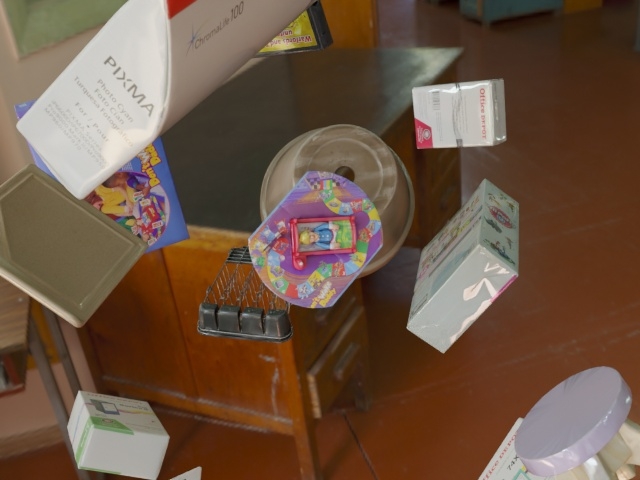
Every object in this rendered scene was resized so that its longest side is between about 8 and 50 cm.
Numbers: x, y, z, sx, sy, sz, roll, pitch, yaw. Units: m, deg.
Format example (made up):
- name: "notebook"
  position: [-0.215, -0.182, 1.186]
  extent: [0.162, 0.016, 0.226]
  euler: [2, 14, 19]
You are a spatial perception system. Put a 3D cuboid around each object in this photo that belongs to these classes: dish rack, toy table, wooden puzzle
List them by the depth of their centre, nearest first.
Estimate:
- name: "toy table"
  position: [0.392, 0.305, 1.069]
  extent: [0.252, 0.161, 0.274]
  euler: [-37, -3, 34]
- name: "wooden puzzle"
  position: [-0.388, 0.005, 1.091]
  extent: [0.221, 0.044, 0.239]
  euler: [36, 30, -7]
- name: "dish rack"
  position: [-0.140, 0.105, 1.667]
  extent: [0.208, 0.074, 0.271]
  euler: [5, 34, 10]

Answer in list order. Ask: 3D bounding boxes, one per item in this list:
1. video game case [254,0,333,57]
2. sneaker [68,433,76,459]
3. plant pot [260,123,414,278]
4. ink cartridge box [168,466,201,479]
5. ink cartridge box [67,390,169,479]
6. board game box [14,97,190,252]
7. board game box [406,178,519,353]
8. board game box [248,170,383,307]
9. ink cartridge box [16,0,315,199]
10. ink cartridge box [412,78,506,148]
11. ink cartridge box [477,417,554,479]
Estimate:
- name: "video game case"
  position: [-0.127, -0.402, 1.151]
  extent: [0.274, 0.248, 0.035]
  euler: [6, 37, 41]
- name: "sneaker"
  position: [-0.569, 0.474, 1.847]
  extent: [0.063, 0.170, 0.075]
  euler: [7, 31, 4]
- name: "plant pot"
  position: [0.040, -0.092, 1.461]
  extent: [0.323, 0.323, 0.280]
  euler: [-10, -8, -4]
- name: "ink cartridge box"
  position: [-0.250, 0.517, 1.382]
  extent: [0.104, 0.180, 0.060]
  euler: [-15, 34, -39]
- name: "ink cartridge box"
  position: [-0.406, 0.382, 1.497]
  extent: [0.154, 0.093, 0.212]
  euler: [17, -2, -25]
- name: "board game box"
  position: [-0.414, -0.126, 1.465]
  extent: [0.233, 0.347, 0.078]
  euler: [-20, 34, -16]
- name: "board game box"
  position: [0.281, 0.041, 1.462]
  extent: [0.097, 0.224, 0.303]
  euler: [34, 30, -6]
- name: "board game box"
  position: [0.000, 0.000, 0.914]
  extent: [0.169, 0.133, 0.033]
  euler: [-49, 7, -7]
- name: "ink cartridge box"
  position: [-0.042, -0.207, 0.607]
  extent: [0.385, 0.091, 0.308]
  euler: [-22, 23, 44]
- name: "ink cartridge box"
  position: [0.243, -0.220, 1.314]
  extent: [0.150, 0.109, 0.063]
  euler: [3, 14, 36]
- name: "ink cartridge box"
  position: [0.457, 0.508, 1.448]
  extent: [0.197, 0.198, 0.270]
  euler: [33, -1, -11]
